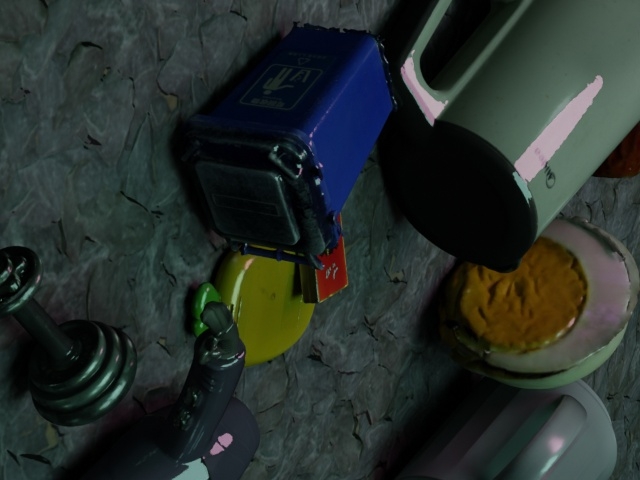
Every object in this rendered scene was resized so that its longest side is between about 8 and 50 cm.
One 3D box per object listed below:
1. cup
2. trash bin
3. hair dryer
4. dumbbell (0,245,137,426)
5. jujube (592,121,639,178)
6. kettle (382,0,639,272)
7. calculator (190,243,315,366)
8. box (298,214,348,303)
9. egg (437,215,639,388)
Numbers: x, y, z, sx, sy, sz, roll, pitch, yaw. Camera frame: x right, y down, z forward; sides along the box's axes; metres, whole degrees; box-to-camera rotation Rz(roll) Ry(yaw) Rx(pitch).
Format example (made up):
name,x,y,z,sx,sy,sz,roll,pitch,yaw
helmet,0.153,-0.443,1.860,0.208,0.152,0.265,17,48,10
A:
name,x,y,z,sx,sy,sz,roll,pitch,yaw
cup,0.279,0.318,2.134,0.327,0.237,0.323,-39,169,-42
trash bin,-0.022,-0.106,1.605,0.234,0.162,0.184,-58,146,-37
hair dryer,-0.154,0.176,1.443,0.301,0.121,0.361,-30,155,-40
dumbbell,-0.258,0.073,1.357,0.110,0.110,0.254,-59,138,-25
jujube,0.446,-0.218,2.204,0.190,0.190,0.255,-16,115,-55
kettle,0.243,-0.206,1.936,0.377,0.250,0.361,-49,119,-33
calculator,-0.071,0.072,1.709,0.235,0.032,0.146,-9,110,-59
box,0.000,0.000,1.764,0.090,0.023,0.133,-23,109,-62
egg,0.310,0.118,2.124,0.286,0.264,0.174,-54,148,-33
